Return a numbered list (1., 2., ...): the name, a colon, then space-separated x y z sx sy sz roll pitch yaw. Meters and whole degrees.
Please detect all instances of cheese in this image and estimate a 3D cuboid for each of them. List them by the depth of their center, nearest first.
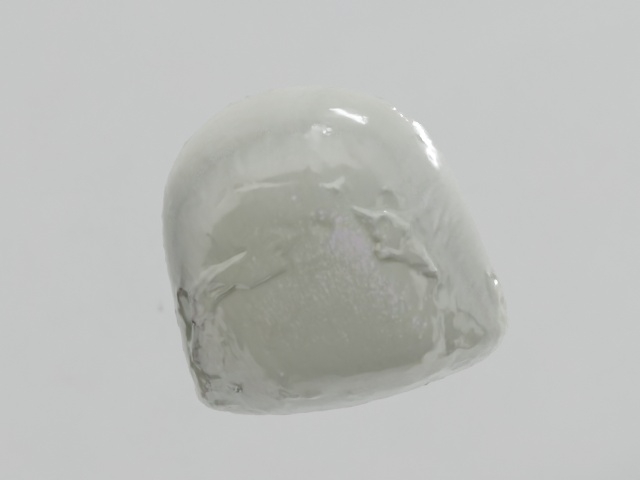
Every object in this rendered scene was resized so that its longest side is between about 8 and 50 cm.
1. cheese: 0.000 0.000 1.127 0.198 0.154 0.189 -14 -71 11
